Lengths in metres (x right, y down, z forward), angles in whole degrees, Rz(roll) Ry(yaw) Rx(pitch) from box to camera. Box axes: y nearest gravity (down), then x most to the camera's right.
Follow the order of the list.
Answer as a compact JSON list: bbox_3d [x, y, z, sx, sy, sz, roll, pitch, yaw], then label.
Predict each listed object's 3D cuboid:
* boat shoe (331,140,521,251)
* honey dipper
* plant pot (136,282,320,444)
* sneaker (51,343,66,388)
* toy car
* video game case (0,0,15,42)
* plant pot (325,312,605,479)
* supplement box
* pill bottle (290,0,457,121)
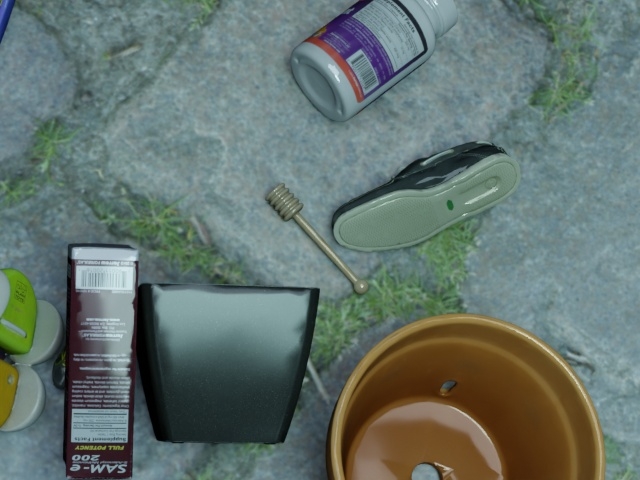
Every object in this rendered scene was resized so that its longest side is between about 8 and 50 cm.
[{"bbox_3d":[0.117,-0.054,1.887,0.233,0.084,0.079,-22,40,-10],"label":"boat shoe"},{"bbox_3d":[0.000,0.000,1.860,0.030,0.030,0.160,-42,86,-19],"label":"honey dipper"},{"bbox_3d":[-0.109,0.136,1.724,0.188,0.187,0.166,3,83,-10],"label":"plant pot"},{"bbox_3d":[-0.275,0.124,1.765,0.031,0.035,0.083,22,70,-3],"label":"sneaker"},{"bbox_3d":[-0.371,0.115,1.708,0.136,0.159,0.182,2,69,28],"label":"toy car"},{"bbox_3d":[-0.500,-0.213,1.813,0.244,0.061,0.269,16,71,-4],"label":"video game case"},{"bbox_3d":[0.136,0.244,1.718,0.291,0.203,0.290,3,72,-10],"label":"plant pot"},{"bbox_3d":[-0.234,0.124,1.689,0.073,0.130,0.239,2,92,-11],"label":"supplement box"},{"bbox_3d":[0.068,-0.236,1.904,0.193,0.108,0.108,-38,83,-19],"label":"pill bottle"}]
